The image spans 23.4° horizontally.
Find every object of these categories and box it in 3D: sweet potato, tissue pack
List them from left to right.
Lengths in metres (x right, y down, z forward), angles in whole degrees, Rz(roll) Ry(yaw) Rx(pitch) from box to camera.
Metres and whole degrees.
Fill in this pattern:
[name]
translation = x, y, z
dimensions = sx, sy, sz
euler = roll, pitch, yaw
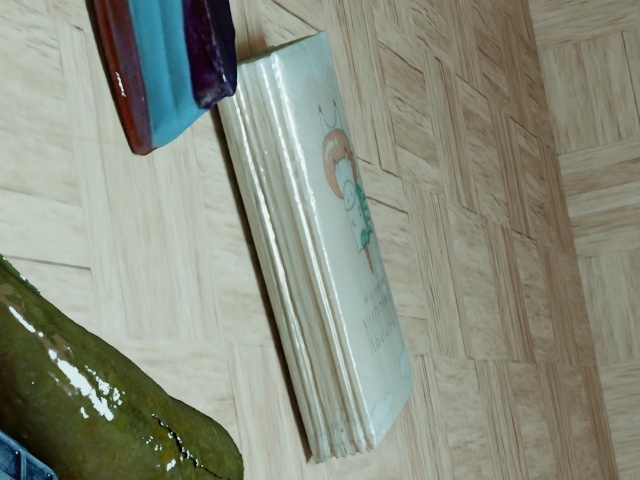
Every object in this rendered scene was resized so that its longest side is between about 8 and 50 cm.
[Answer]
[sweet potato]
translation = -0.124, 0.096, 0.822
dimensions = 0.286, 0.085, 0.112
euler = 45, 1, -42
[tissue pack]
translation = 0.000, 0.000, 1.265
dimensions = 0.170, 0.071, 0.325
euler = -45, 121, -72

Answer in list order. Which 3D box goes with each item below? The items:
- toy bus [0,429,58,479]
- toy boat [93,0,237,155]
[toy bus]
translation = -0.173, 0.105, 0.696
dimensions = 0.166, 0.047, 0.065
euler = 53, 26, -52
[toy boat]
translation = -0.125, -0.254, 1.057
dimensions = 0.136, 0.079, 0.392
euler = 18, 59, -69
